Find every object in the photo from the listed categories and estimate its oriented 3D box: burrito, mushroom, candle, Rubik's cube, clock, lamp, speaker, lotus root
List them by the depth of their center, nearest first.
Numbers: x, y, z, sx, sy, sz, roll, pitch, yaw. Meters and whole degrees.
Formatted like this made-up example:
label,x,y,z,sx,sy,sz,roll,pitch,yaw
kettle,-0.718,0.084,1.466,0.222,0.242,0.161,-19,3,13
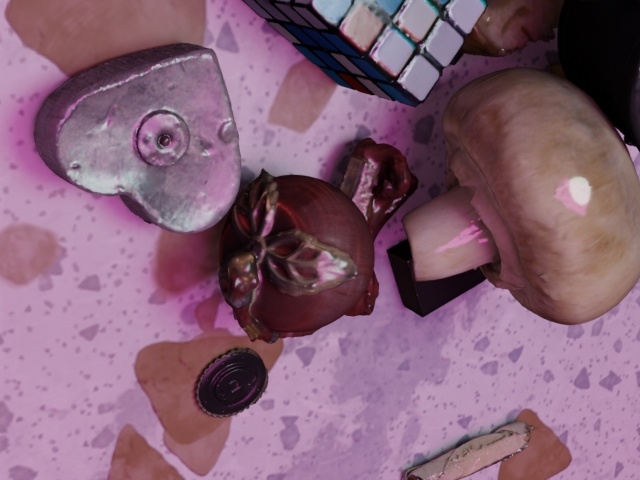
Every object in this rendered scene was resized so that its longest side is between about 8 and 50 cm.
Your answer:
label,x,y,z,sx,sy,sz,roll,pitch,yaw
candle,-0.148,-0.101,0.871,0.192,0.068,0.169,26,91,-37
Rubik's cube,0.047,-0.235,0.885,0.151,0.154,0.155,36,86,-33
lamp,0.362,-0.169,0.920,0.205,0.272,0.374,-37,135,13
lamp,-0.011,-0.005,0.948,0.215,0.151,0.223,-69,166,13
mushroom,0.189,-0.031,0.955,0.234,0.260,0.254,-28,159,-2
lotus root,0.226,-0.298,1.016,0.260,0.074,0.170,-39,116,-13
clock,-0.094,0.152,1.021,0.083,0.010,0.074,-31,119,-18
speaker,0.184,0.000,1.109,0.218,0.044,0.082,-29,119,-18
burrito,0.187,0.270,1.206,0.185,0.041,0.045,-16,117,-26

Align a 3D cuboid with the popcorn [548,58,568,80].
label,x,y,z,sx,sy,sz,roll,pitch,yaw
popcorn,0.293,-0.181,1.102,0.082,0.057,0.083,31,89,-36
